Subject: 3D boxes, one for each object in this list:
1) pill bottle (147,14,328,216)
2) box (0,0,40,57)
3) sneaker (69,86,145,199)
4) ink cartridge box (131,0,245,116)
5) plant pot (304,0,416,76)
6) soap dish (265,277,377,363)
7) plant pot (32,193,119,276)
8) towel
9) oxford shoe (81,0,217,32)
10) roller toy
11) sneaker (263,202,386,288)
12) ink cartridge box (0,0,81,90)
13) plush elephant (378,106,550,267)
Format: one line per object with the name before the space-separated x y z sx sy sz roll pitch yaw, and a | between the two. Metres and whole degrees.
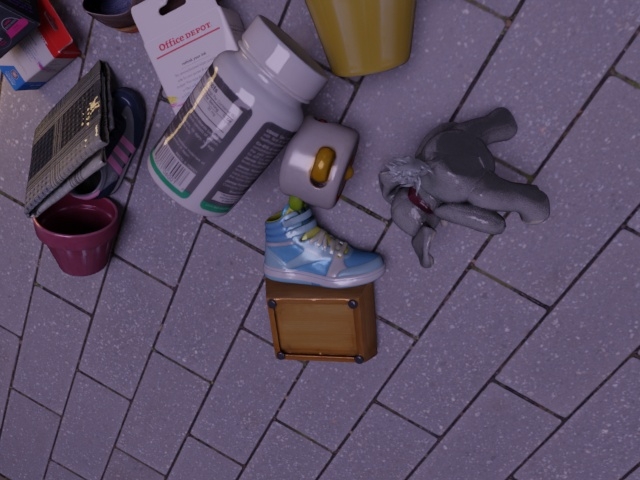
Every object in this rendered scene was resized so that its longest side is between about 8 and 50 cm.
pill bottle | -0.163 -0.235 0.885 0.204 0.204 0.361 43 111 -4
box | -0.760 -0.582 1.005 0.165 0.143 0.270 -23 73 22
sneaker | -0.550 -0.236 1.145 0.112 0.131 0.319 29 113 2
ink cartridge box | -0.251 -0.384 1.023 0.207 0.119 0.353 -16 106 17
plant pot | 0.081 -0.459 0.860 0.254 0.254 0.239 -3 123 15
soap dish | -0.002 0.212 1.182 0.291 0.118 0.229 -1 109 13
plant pot | -0.663 -0.008 1.235 0.201 0.201 0.180 21 129 6
towel | -0.617 -0.252 1.110 0.324 0.056 0.312 -32 55 23
oxford shoe | -0.350 -0.554 0.978 0.364 0.133 0.130 -17 103 18
roller toy | 0.004 -0.173 0.997 0.146 0.191 0.209 20 150 5
sneaker | 0.000 0.000 1.101 0.319 0.127 0.208 1 111 13
ink cartridge box | -0.705 -0.493 1.118 0.231 0.078 0.134 -24 103 20
plush elephant | 0.259 -0.096 0.952 0.330 0.255 0.272 -8 66 -16
